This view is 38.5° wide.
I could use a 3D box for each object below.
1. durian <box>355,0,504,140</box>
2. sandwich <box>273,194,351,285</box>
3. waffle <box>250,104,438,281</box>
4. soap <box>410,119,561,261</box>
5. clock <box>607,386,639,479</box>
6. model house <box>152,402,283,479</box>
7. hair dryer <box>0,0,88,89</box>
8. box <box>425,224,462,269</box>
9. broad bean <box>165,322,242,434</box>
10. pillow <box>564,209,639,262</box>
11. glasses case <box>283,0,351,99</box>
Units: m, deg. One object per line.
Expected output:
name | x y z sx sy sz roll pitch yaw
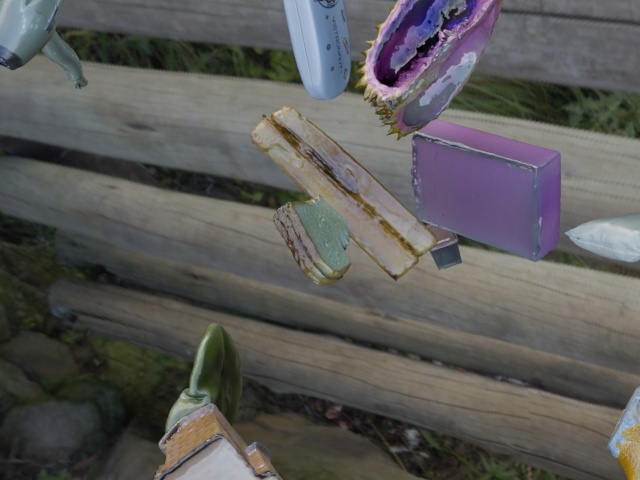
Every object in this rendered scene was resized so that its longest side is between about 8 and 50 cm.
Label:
durian | 0.167 -0.273 1.379 0.260 0.186 0.154 -38 43 -7
sandwich | 0.000 0.000 1.057 0.036 0.093 0.105 -35 78 35
waffle | 0.031 -0.082 1.463 0.328 0.224 0.098 45 89 -3
soap | 0.276 -0.088 1.536 0.259 0.181 0.081 21 41 41
clock | 0.590 0.348 1.601 0.144 0.103 0.231 28 52 19
model house | -0.147 0.341 1.314 0.166 0.183 0.172 -35 16 -2
hair dryer | -0.383 -0.345 1.355 0.088 0.225 0.219 22 97 19
box | 0.234 0.010 1.765 0.060 0.063 0.084 -20 32 1
broad bean | -0.173 0.240 1.465 0.072 0.153 0.206 10 64 23
pillow | 0.533 -0.017 1.492 0.144 0.254 0.078 8 106 52
glasses case | -0.004 -0.230 0.932 0.045 0.178 0.067 6 34 30
